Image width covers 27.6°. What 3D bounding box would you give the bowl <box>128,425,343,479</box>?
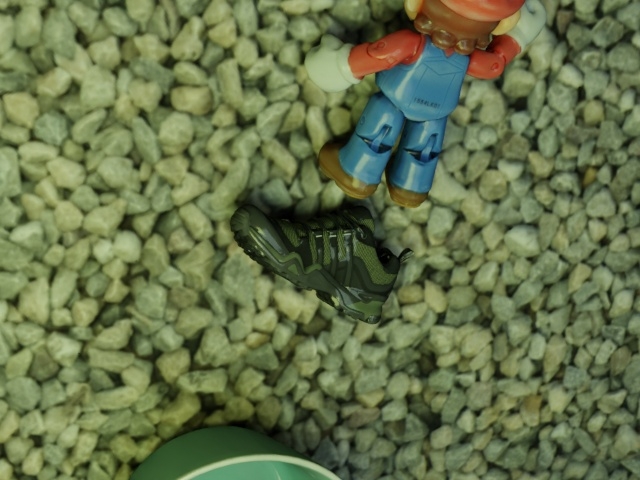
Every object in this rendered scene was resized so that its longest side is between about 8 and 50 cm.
[{"bbox_3d":[-0.114,0.336,1.490,0.311,0.163,0.311,-9,117,-18],"label":"bowl"}]

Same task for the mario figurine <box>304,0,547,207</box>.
[{"bbox_3d":[0.111,-0.204,1.376,0.198,0.170,0.320,-18,139,-55],"label":"mario figurine"}]

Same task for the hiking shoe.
[{"bbox_3d":[0.000,0.000,1.437,0.227,0.086,0.114,33,85,-36],"label":"hiking shoe"}]
